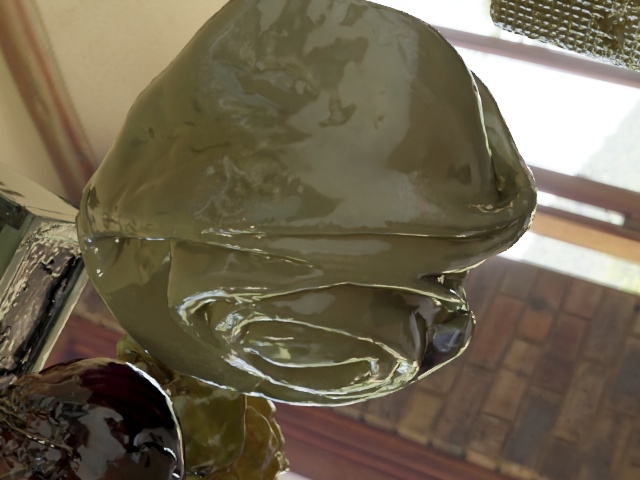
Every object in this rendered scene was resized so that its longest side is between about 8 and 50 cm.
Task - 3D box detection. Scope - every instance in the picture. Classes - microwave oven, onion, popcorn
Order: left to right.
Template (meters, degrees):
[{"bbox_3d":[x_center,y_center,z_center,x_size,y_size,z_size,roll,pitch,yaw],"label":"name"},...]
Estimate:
[{"bbox_3d":[-0.489,0.072,1.325,0.355,0.286,0.218,-61,-17,5],"label":"microwave oven"},{"bbox_3d":[-0.223,0.220,0.842,0.281,0.221,0.281,-2,-87,-44],"label":"onion"},{"bbox_3d":[-0.153,0.225,1.168,0.233,0.192,0.266,-41,-72,-24],"label":"popcorn"}]

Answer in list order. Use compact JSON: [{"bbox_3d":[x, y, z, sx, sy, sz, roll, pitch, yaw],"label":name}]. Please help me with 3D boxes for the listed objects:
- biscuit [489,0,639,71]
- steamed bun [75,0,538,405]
[{"bbox_3d":[0.264,-0.209,0.913,0.062,0.238,0.108,-55,-23,-32],"label":"biscuit"},{"bbox_3d":[0.000,0.000,0.825,0.342,0.255,0.368,6,-40,-30],"label":"steamed bun"}]
